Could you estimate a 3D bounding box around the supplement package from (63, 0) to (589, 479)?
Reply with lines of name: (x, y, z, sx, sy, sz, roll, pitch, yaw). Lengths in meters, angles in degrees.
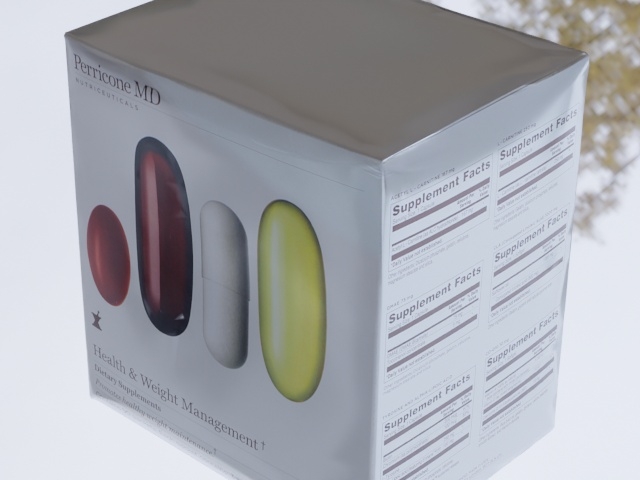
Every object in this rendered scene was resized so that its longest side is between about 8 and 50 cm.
supplement package: (0.000, 0.000, 0.748, 0.194, 0.203, 0.149, 24, -144, 35)
